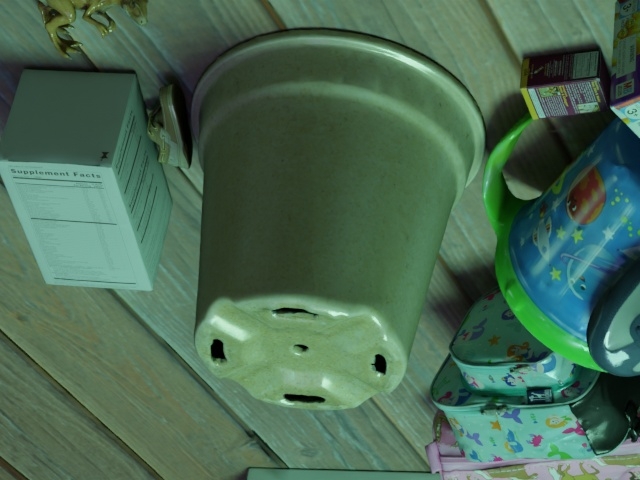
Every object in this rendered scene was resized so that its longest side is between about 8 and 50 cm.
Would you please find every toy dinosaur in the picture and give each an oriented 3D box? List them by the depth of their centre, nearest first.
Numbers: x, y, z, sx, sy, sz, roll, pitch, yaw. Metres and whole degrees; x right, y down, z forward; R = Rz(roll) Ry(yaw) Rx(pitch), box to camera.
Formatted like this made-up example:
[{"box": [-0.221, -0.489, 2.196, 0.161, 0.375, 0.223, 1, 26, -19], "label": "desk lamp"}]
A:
[{"box": [-0.273, -0.255, 1.687, 0.211, 0.064, 0.112, 14, 134, 3], "label": "toy dinosaur"}]

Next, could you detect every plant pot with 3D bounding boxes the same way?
[{"box": [0.000, 0.000, 1.756, 0.333, 0.305, 0.334, 6, 146, 4], "label": "plant pot"}]

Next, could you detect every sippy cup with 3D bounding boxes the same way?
[{"box": [0.334, -0.014, 1.740, 0.305, 0.240, 0.224, 11, 138, -16], "label": "sippy cup"}]

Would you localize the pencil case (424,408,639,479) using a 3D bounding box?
[{"box": [0.340, 0.272, 2.203, 0.386, 0.160, 0.167, -11, 133, 28], "label": "pencil case"}]

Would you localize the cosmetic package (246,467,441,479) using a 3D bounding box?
[{"box": [0.058, 0.494, 2.481, 0.377, 0.284, 0.097, 0, 145, 14], "label": "cosmetic package"}]

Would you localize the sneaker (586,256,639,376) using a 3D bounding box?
[{"box": [0.380, 0.056, 1.580, 0.112, 0.131, 0.319, 35, 124, -20], "label": "sneaker"}]

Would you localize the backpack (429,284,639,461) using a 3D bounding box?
[{"box": [0.259, 0.160, 2.008, 0.253, 0.225, 0.191, -17, 116, 40], "label": "backpack"}]

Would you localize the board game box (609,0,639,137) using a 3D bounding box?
[{"box": [0.425, -0.185, 1.529, 0.275, 0.144, 0.142, -22, 135, 36], "label": "board game box"}]

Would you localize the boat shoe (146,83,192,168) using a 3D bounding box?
[{"box": [-0.172, -0.125, 1.841, 0.045, 0.050, 0.135, 1, 145, 3], "label": "boat shoe"}]

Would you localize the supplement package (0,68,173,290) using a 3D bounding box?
[{"box": [-0.263, -0.066, 1.873, 0.139, 0.134, 0.244, 4, 146, 8], "label": "supplement package"}]

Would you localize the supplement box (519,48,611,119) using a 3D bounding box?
[{"box": [0.253, -0.161, 1.694, 0.083, 0.043, 0.055, -5, 143, 21], "label": "supplement box"}]
